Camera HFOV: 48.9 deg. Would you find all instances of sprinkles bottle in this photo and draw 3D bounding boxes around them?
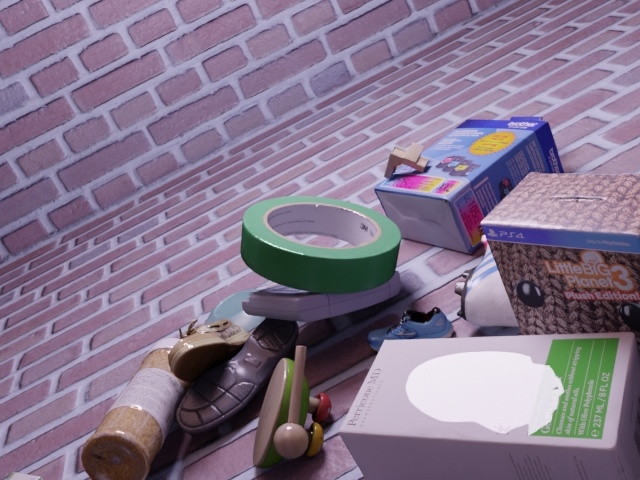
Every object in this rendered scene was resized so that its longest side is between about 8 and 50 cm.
[{"bbox_3d":[-0.327,0.315,1.338,0.121,0.121,0.355,-21,15,12],"label":"sprinkles bottle"}]

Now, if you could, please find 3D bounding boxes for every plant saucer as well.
[{"bbox_3d":[-0.201,0.166,1.679,0.194,0.037,0.195,-22,24,10],"label":"plant saucer"}]

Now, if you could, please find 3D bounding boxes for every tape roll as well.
[{"bbox_3d":[0.000,0.000,1.421,0.321,0.077,0.321,6,22,-2],"label":"tape roll"}]

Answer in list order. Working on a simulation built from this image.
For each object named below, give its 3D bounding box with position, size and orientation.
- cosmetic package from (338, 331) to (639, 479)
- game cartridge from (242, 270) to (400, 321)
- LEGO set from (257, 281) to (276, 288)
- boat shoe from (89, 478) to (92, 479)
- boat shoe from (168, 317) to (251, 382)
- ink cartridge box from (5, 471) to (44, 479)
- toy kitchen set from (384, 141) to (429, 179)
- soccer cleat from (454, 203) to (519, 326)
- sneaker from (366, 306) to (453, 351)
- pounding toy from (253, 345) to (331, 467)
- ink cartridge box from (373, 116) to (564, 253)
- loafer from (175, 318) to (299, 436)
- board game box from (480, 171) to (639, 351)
[{"bbox_3d":[0.235,0.245,0.946,0.365,0.155,0.197,-7,33,34],"label":"cosmetic package"},{"bbox_3d":[0.016,0.108,1.423,0.297,0.062,0.198,-11,11,-43],"label":"game cartridge"},{"bbox_3d":[-0.006,0.050,1.603,0.244,0.060,0.182,-14,2,33],"label":"LEGO set"},{"bbox_3d":[-0.379,0.449,1.227,0.073,0.073,0.207,9,32,0],"label":"boat shoe"},{"bbox_3d":[-0.229,0.209,1.397,0.104,0.089,0.285,-49,-15,7],"label":"boat shoe"},{"bbox_3d":[-0.551,0.513,1.273,0.235,0.056,0.171,-13,31,43],"label":"ink cartridge box"},{"bbox_3d":[0.202,-0.177,1.616,0.083,0.075,0.068,24,47,11],"label":"toy kitchen set"},{"bbox_3d":[0.359,0.046,1.301,0.143,0.116,0.331,8,41,27],"label":"soccer cleat"},{"bbox_3d":[0.158,0.156,1.295,0.162,0.073,0.063,-17,26,19],"label":"sneaker"},{"bbox_3d":[-0.029,0.289,1.158,0.237,0.110,0.183,125,159,-64],"label":"pounding toy"},{"bbox_3d":[0.363,-0.155,1.630,0.395,0.151,0.270,-35,26,-23],"label":"ink cartridge box"},{"bbox_3d":[-0.149,0.275,1.377,0.109,0.095,0.302,32,62,28],"label":"loafer"},{"bbox_3d":[0.396,0.063,0.982,0.141,0.291,0.232,-41,27,-29],"label":"board game box"}]
